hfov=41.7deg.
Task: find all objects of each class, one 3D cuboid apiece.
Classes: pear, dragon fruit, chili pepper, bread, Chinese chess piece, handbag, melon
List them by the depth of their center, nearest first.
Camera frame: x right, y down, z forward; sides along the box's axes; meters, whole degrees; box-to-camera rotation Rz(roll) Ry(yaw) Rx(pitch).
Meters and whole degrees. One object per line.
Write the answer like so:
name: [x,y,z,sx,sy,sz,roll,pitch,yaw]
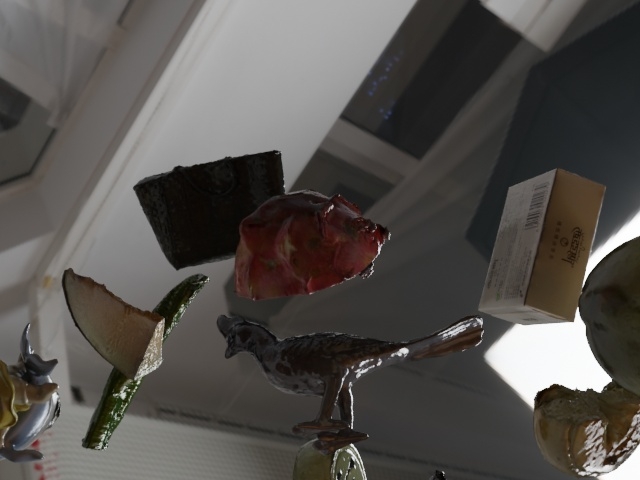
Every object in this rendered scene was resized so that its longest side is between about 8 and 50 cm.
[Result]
pear: [0.527,0.113,1.187,0.321,0.269,0.269,0,166,45]
melon: [-0.299,0.113,1.187,0.182,0.098,0.054,25,-151,24]
dragon fruit: [0.002,-0.009,1.270,0.161,0.126,0.274,14,-148,44]
handbag: [-0.178,-0.054,1.437,0.088,0.270,0.175,-57,-47,-76]
chili pepper: [-0.310,0.203,1.466,0.076,0.359,0.085,30,178,10]
bread: [0.579,0.401,1.802,0.314,0.192,0.171,-15,-158,-29]
Chinese chess piece: [0.025,0.572,1.911,0.250,0.101,0.250,-12,-90,-70]

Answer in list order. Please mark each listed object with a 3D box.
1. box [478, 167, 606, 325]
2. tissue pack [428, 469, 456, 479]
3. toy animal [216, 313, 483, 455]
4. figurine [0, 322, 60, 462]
box: [0.400,0.018,1.534,0.111,0.260,0.194,16,171,-11]
tissue pack: [0.123,0.484,0.977,0.259,0.361,0.122,35,149,30]
toy animal: [0.019,0.170,1.069,0.367,0.081,0.205,0,-137,12]
figurine: [-0.426,0.215,1.106,0.128,0.208,0.184,35,-173,40]
